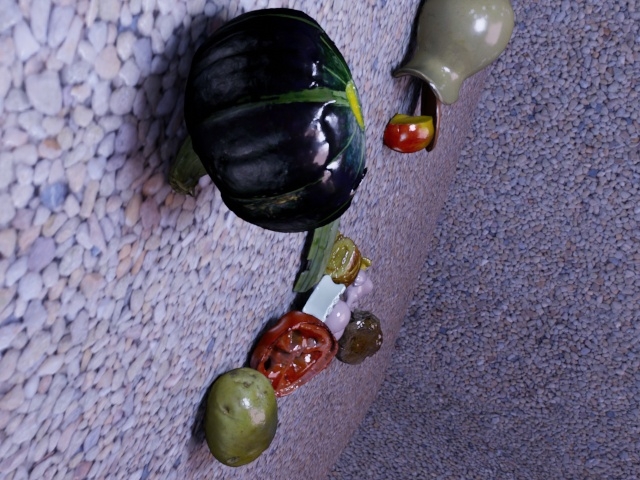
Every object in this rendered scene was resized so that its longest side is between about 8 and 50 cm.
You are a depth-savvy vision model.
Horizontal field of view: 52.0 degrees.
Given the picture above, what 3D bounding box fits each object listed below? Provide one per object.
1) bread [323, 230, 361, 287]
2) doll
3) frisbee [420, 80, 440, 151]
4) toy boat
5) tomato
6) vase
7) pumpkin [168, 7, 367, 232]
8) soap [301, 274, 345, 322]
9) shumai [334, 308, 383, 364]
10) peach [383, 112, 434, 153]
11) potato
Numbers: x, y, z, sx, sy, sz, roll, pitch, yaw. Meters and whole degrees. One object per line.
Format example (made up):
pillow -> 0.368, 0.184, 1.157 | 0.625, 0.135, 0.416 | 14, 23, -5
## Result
bread -> 0.054, 0.056, 1.740 | 0.132, 0.103, 0.172 | -63, 167, -9
doll -> 0.075, 0.194, 2.016 | 0.365, 0.094, 0.160 | -48, 163, -47
frisbee -> 0.329, -0.390, 1.965 | 0.251, 0.021, 0.250 | 179, -90, -90
toy boat -> 0.000, 0.000, 1.578 | 0.093, 0.055, 0.293 | -41, 150, -62
tomato -> -0.075, 0.254, 1.556 | 0.228, 0.101, 0.228 | -23, 136, -24
vase -> 0.358, -0.508, 1.740 | 0.302, 0.241, 0.329 | -61, 165, 10
pumpkin -> -0.077, -0.149, 0.872 | 0.296, 0.296, 0.296 | -57, 161, -32
soap -> 0.000, 0.171, 1.698 | 0.119, 0.066, 0.198 | -55, 175, -17
shumai -> 0.113, 0.294, 2.225 | 0.218, 0.184, 0.185 | 76, 3, -47
peach -> 0.253, -0.303, 1.866 | 0.151, 0.151, 0.118 | 57, 44, -71
potato -> -0.165, 0.379, 1.402 | 0.197, 0.149, 0.228 | -67, 170, -65
